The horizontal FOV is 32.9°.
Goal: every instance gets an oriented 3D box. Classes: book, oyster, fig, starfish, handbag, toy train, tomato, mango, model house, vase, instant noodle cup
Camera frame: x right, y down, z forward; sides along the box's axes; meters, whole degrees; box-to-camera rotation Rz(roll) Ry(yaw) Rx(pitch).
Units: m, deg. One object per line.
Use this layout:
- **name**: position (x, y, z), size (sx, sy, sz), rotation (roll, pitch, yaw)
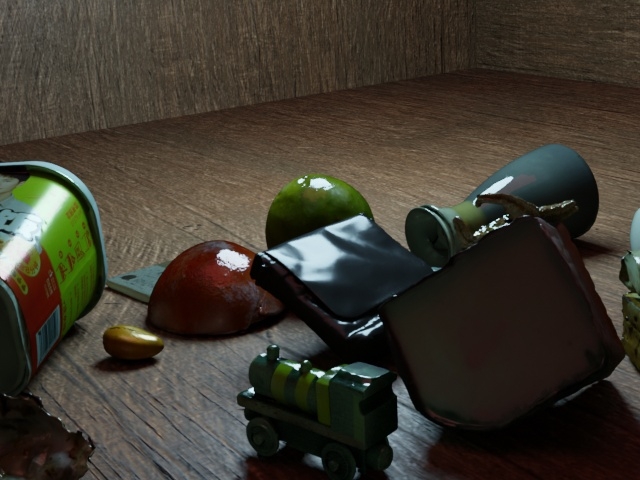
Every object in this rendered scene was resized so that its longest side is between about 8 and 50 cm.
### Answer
- **book**: position (-0.247, 0.060, 1.846), size (0.198, 0.016, 0.138), rotation (-18, 22, -39)
- **oyster**: position (-0.393, 0.245, 1.186), size (0.294, 0.094, 0.166), rotation (9, 38, 10)
- **fig**: position (0.000, 0.000, 1.714), size (0.181, 0.181, 0.191), rotation (-6, 58, -7)
- **starfish**: position (0.241, -0.013, 1.331), size (0.150, 0.053, 0.209), rotation (-18, -18, 22)
- **handbag**: position (0.050, 0.069, 1.527), size (0.223, 0.080, 0.247), rotation (39, 38, 26)
- **toy train**: position (-0.005, 0.184, 1.186), size (0.200, 0.132, 0.083), rotation (11, 22, 36)
- **tomato**: position (-0.167, 0.064, 1.664), size (0.228, 0.112, 0.199), rotation (-1, 19, 20)
- **mango**: position (-0.263, 0.144, 1.523), size (0.089, 0.046, 0.060), rotation (3, 17, 8)
- **model house**: position (0.236, 0.117, 1.305), size (0.237, 0.202, 0.237), rotation (-35, -20, 19)
- **vase**: position (0.304, -0.046, 1.839), size (0.321, 0.173, 0.173), rotation (-18, 22, -29)
- **instant noodle cup**: position (-0.461, 0.064, 1.504), size (0.293, 0.294, 0.308), rotation (-3, 24, 4)

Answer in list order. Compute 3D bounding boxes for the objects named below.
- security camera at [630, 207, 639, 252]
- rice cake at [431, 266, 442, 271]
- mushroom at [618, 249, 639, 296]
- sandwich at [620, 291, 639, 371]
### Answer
- **security camera**: position (0.568, 0.005, 1.573), size (0.194, 0.195, 0.236), rotation (-18, 17, -39)
- **rice cake**: position (0.163, 0.058, 1.735), size (0.207, 0.033, 0.033), rotation (3, 16, 20)
- **mushroom**: position (0.541, 0.026, 1.365), size (0.312, 0.081, 0.100), rotation (-4, 3, 0)
- **sandwich**: position (0.529, 0.131, 1.295), size (0.301, 0.099, 0.271), rotation (-1, 16, 8)
